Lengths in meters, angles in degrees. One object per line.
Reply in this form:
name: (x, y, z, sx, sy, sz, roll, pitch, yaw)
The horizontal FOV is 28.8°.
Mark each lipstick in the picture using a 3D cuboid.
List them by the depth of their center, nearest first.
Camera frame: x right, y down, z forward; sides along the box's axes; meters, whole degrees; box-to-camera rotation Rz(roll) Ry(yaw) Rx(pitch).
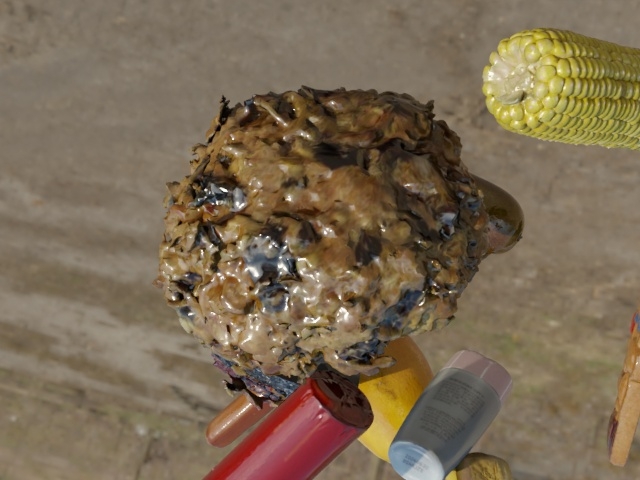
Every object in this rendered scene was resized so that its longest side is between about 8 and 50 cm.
lipstick: (-0.066, 0.218, 1.085, 0.073, 0.073, 0.280, 26, 120, -34)

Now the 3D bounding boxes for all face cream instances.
face cream: (0.147, 0.198, 1.407, 0.084, 0.198, 0.057, 30, 127, 16)

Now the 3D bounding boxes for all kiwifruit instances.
kiwifruit: (0.155, -0.030, 1.303, 0.124, 0.075, 0.075, 29, 167, 18)

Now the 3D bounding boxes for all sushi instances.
sushi: (-0.046, 0.121, 1.440, 0.172, 0.153, 0.150, 10, 161, -5)

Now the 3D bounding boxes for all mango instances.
mango: (0.069, 0.181, 1.532, 0.145, 0.219, 0.112, -25, 163, -27)

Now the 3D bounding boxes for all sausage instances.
sausage: (-0.101, 0.225, 1.632, 0.131, 0.039, 0.041, -41, 125, 19)

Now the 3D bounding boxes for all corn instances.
corn: (0.237, -0.125, 1.068, 0.244, 0.093, 0.093, 3, 174, -44)

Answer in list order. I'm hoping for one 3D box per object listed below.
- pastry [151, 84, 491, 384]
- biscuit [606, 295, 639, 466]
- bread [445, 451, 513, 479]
pastry: (0.000, 0.000, 0.995, 0.275, 0.275, 0.193, 13, 149, 2)
biscuit: (0.357, 0.111, 1.369, 0.043, 0.280, 0.183, 18, -173, 17)
bread: (0.177, 0.294, 1.381, 0.082, 0.115, 0.056, 4, 140, -18)
